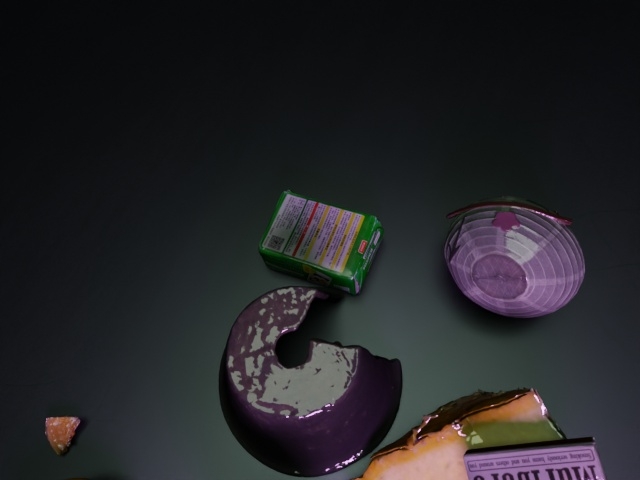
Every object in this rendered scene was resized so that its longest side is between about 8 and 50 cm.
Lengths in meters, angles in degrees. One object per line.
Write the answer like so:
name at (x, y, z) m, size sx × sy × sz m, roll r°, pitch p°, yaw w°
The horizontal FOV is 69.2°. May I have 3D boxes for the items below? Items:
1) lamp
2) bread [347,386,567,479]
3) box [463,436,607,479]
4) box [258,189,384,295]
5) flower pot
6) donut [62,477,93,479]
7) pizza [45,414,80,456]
lamp at (0.372, 0.027, 0.915) m, size 0.265 × 0.233 × 0.233 m, roll 12°, pitch 66°, yaw 26°
bread at (0.235, 0.389, 0.736) m, size 0.315 × 0.279 × 0.249 m, roll -26°, pitch 71°, yaw -19°
box at (0.304, 0.345, 0.648) m, size 0.177 × 0.035 × 0.115 m, roll -19°, pitch 79°, yaw 25°
box at (0.000, 0.000, 1.034) m, size 0.249 × 0.103 × 0.180 m, roll 18°, pitch 67°, yaw 16°
flower pot at (-0.042, 0.233, 0.848) m, size 0.378 × 0.251 × 0.380 m, roll -2°, pitch 66°, yaw 5°
donut at (-0.433, 0.527, 0.790) m, size 0.226 × 0.114 × 0.227 m, roll 4°, pitch 34°, yaw -3°
pizza at (-0.518, 0.389, 0.947) m, size 0.078 × 0.025 × 0.083 m, roll -28°, pitch 71°, yaw -2°
